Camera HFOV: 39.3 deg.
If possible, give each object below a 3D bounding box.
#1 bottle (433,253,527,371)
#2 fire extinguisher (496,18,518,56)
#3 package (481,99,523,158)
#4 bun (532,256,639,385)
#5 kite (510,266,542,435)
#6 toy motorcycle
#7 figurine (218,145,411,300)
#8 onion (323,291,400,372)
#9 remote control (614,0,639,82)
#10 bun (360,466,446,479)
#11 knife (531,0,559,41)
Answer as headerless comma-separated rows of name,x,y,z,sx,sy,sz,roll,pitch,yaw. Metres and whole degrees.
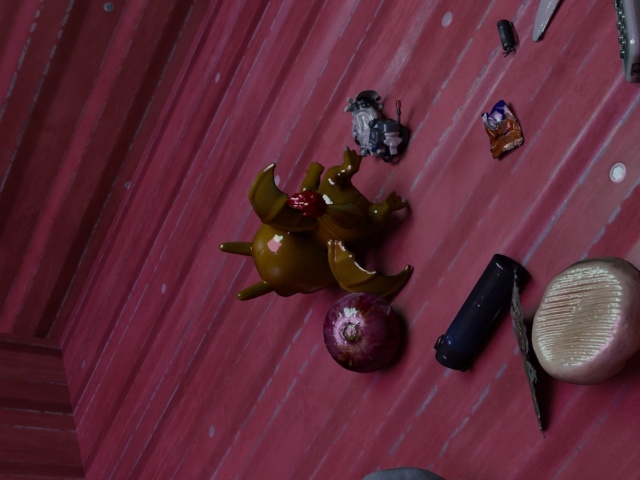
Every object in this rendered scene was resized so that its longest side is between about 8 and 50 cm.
bottle,0.300,0.141,1.716,0.082,0.072,0.244,32,112,12
fire extinguisher,0.385,-0.416,1.839,0.038,0.025,0.083,-20,59,27
package,0.361,-0.223,1.799,0.077,0.033,0.111,-27,68,23
bun,0.449,0.135,1.449,0.222,0.127,0.222,-34,43,39
kite,0.353,0.181,1.560,0.268,0.013,0.323,-83,-19,-71
toy motorcycle,0.127,-0.275,2.130,0.221,0.102,0.150,-138,45,-58
figurine,-0.026,-0.026,2.049,0.387,0.401,0.268,-40,27,36
onion,0.092,0.201,1.957,0.177,0.153,0.177,-21,59,40
remote control,0.537,-0.440,1.537,0.065,0.128,0.336,-5,69,15
bun,0.159,0.578,1.553,0.211,0.361,0.362,114,156,-64
knife,0.482,-0.544,1.724,0.336,0.043,0.081,-61,29,26
